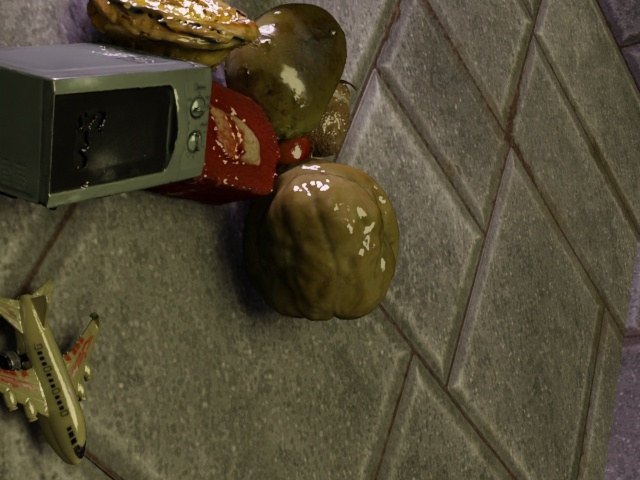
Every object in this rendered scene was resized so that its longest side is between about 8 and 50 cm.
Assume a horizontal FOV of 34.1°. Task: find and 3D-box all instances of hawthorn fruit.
[{"bbox_3d":[-0.055,-0.166,1.902,0.081,0.081,0.093,32,76,-47],"label":"hawthorn fruit"}]

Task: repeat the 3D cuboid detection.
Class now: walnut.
[{"bbox_3d":[0.000,0.001,1.779,0.282,0.253,0.277,-56,136,-60],"label":"walnut"}]

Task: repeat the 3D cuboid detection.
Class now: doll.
[{"bbox_3d":[-0.003,-0.218,1.982,0.105,0.115,0.221,43,57,-41],"label":"doll"}]

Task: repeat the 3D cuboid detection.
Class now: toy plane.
[{"bbox_3d":[-0.363,0.179,1.376,0.229,0.092,0.244,-18,97,-57],"label":"toy plane"}]

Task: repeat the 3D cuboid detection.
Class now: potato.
[{"bbox_3d":[-0.058,-0.310,1.861,0.210,0.173,0.307,48,43,-15],"label":"potato"}]

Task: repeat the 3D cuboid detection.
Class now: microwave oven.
[{"bbox_3d":[-0.322,-0.156,1.392,0.295,0.237,0.181,-20,121,-55],"label":"microwave oven"}]

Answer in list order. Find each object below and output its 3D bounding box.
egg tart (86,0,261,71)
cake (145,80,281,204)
[{"bbox_3d":[-0.225,-0.321,1.597,0.291,0.291,0.107,-19,131,-55],"label":"egg tart"},{"bbox_3d":[-0.193,-0.159,1.655,0.283,0.151,0.177,11,76,-48],"label":"cake"}]
